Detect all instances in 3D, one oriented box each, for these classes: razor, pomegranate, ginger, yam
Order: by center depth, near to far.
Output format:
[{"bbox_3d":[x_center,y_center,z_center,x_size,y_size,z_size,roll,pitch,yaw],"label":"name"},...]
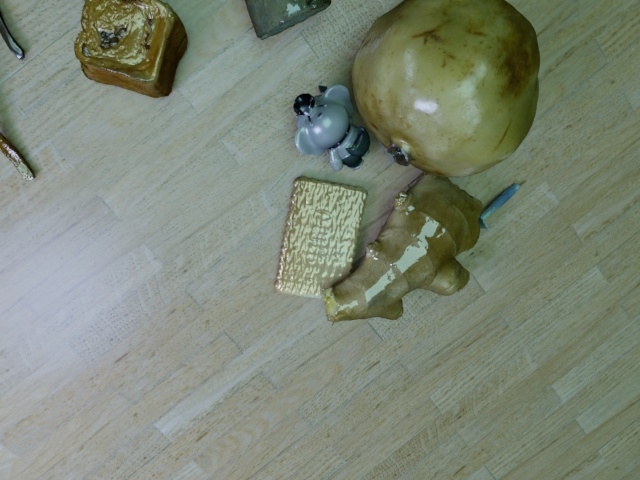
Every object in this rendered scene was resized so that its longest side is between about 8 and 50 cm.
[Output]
[{"bbox_3d":[-0.080,-0.496,0.863,0.161,0.161,0.268,-17,104,-5],"label":"yam"},{"bbox_3d":[0.215,-0.267,0.890,0.333,0.332,0.332,-2,103,-9],"label":"pomegranate"},{"bbox_3d":[0.179,0.042,1.049,0.236,0.166,0.375,30,109,-39],"label":"ginger"},{"bbox_3d":[0.379,-0.079,1.093,0.135,0.068,0.040,-41,106,-11],"label":"razor"}]

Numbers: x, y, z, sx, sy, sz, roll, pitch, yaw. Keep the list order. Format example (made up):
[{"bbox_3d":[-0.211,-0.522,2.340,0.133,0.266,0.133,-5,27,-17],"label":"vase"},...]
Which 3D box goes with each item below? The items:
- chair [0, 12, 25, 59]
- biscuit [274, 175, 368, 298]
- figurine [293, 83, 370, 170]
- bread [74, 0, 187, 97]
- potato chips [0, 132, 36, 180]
[{"bbox_3d":[-0.650,-0.415,0.792,0.186,0.160,0.319,-23,106,2],"label":"chair"},{"bbox_3d":[0.000,0.000,1.052,0.160,0.030,0.249,9,101,-11],"label":"biscuit"},{"bbox_3d":[0.017,-0.209,0.956,0.192,0.126,0.147,37,83,-44],"label":"figurine"},{"bbox_3d":[-0.323,-0.333,0.869,0.158,0.143,0.149,21,91,-13],"label":"bread"},{"bbox_3d":[-0.573,-0.191,0.885,0.026,0.037,0.204,-35,130,-17],"label":"potato chips"}]
